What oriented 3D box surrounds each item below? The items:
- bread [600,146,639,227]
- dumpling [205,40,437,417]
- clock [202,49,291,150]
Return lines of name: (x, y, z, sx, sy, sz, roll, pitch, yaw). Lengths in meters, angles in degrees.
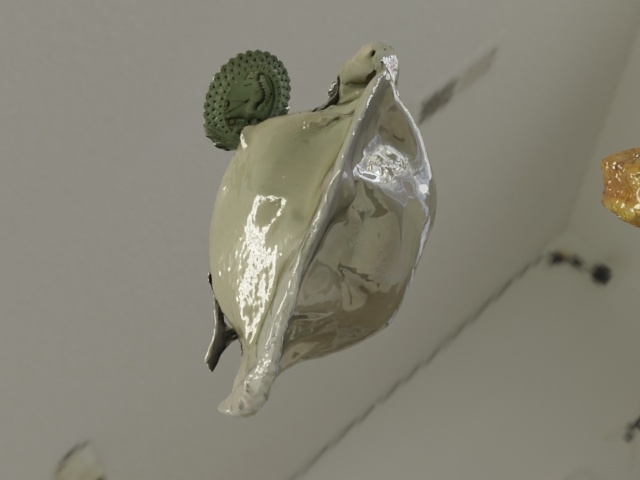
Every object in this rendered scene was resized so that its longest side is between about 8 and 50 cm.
bread: (0.424, -0.070, 1.420, 0.271, 0.077, 0.139, -11, 12, -10)
dumpling: (0.012, 0.004, 0.998, 0.163, 0.204, 0.293, 20, -86, -30)
clock: (-0.054, -0.105, 1.050, 0.074, 0.010, 0.083, -14, -53, -26)
